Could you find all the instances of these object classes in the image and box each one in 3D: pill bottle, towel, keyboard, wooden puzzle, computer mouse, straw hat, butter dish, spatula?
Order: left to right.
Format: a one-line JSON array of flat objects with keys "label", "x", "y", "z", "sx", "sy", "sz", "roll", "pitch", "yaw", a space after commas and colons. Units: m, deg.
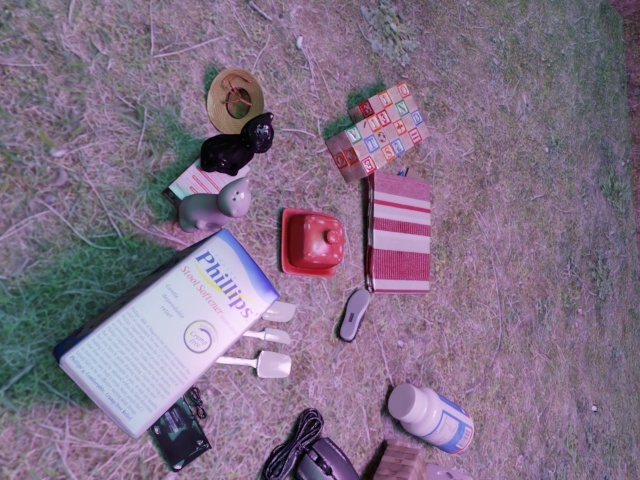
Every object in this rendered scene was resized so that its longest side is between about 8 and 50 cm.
[{"label": "keyboard", "x": -0.270, "y": 0.334, "z": 0.841, "sx": 0.108, "sy": 0.023, "sz": 0.180, "roll": -29, "pitch": 99, "yaw": -29}, {"label": "straw hat", "x": -0.180, "y": -0.306, "z": 0.991, "sx": 0.061, "sy": 0.144, "sz": 0.144, "roll": -34, "pitch": 105, "yaw": -78}, {"label": "spatula", "x": -0.162, "y": 0.201, "z": 0.942, "sx": 0.242, "sy": 0.019, "sz": 0.168, "roll": 16, "pitch": 74, "yaw": -32}, {"label": "butter dish", "x": 0.000, "y": 0.000, "z": 1.030, "sx": 0.160, "sy": 0.118, "sz": 0.160, "roll": 8, "pitch": 77, "yaw": -35}, {"label": "computer mouse", "x": 0.015, "y": 0.530, "z": 0.973, "sx": 0.188, "sy": 0.072, "sz": 0.272, "roll": -45, "pitch": 108, "yaw": -33}, {"label": "towel", "x": 0.222, "y": -0.017, "z": 1.232, "sx": 0.237, "sy": 0.037, "sz": 0.329, "roll": 6, "pitch": 83, "yaw": -36}, {"label": "wooden puzzle", "x": 0.277, "y": -0.172, "z": 1.320, "sx": 0.116, "sy": 0.014, "sz": 0.078, "roll": 43, "pitch": 56, "yaw": -22}, {"label": "pill bottle", "x": 0.283, "y": 0.454, "z": 1.143, "sx": 0.221, "sy": 0.124, "sz": 0.124, "roll": 36, "pitch": 63, "yaw": -24}]

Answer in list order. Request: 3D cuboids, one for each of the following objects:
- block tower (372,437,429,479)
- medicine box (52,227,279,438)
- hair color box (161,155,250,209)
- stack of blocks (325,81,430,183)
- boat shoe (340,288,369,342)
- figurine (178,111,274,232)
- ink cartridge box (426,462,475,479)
[{"label": "block tower", "x": 0.149, "y": 0.610, "z": 0.978, "sx": 0.335, "sy": 0.097, "sz": 0.091, "roll": -48, "pitch": 123, "yaw": -49}, {"label": "medicine box", "x": -0.258, "y": 0.137, "z": 0.729, "sx": 0.289, "sy": 0.263, "sz": 0.149, "roll": -44, "pitch": 105, "yaw": -30}, {"label": "hair color box", "x": -0.237, "y": -0.126, "z": 0.927, "sx": 0.093, "sy": 0.053, "sz": 0.167, "roll": 49, "pitch": 57, "yaw": -20}, {"label": "stack of blocks", "x": 0.154, "y": -0.300, "z": 1.210, "sx": 0.297, "sy": 0.087, "sz": 0.171, "roll": -36, "pitch": 102, "yaw": -34}, {"label": "boat shoe", "x": 0.087, "y": 0.189, "z": 1.106, "sx": 0.142, "sy": 0.049, "sz": 0.040, "roll": -63, "pitch": 149, "yaw": -27}, {"label": "figurine", "x": -0.167, "y": -0.118, "z": 0.812, "sx": 0.092, "sy": 0.209, "sz": 0.215, "roll": 26, "pitch": 68, "yaw": -30}, {"label": "ink cartridge box", "x": 0.348, "y": 0.700, "z": 1.121, "sx": 0.092, "sy": 0.158, "sz": 0.218, "roll": -29, "pitch": 98, "yaw": -36}]
